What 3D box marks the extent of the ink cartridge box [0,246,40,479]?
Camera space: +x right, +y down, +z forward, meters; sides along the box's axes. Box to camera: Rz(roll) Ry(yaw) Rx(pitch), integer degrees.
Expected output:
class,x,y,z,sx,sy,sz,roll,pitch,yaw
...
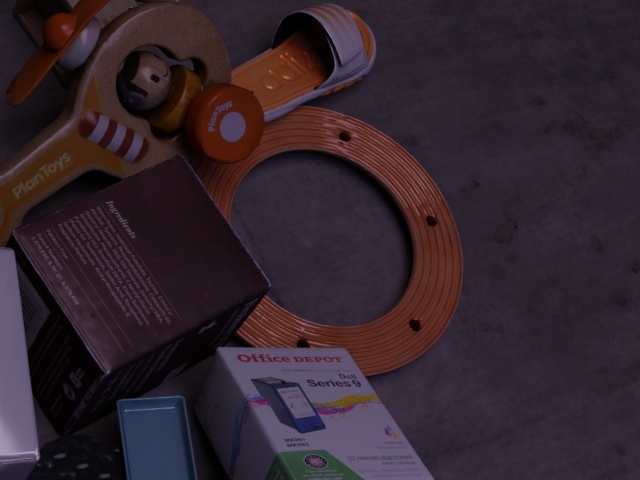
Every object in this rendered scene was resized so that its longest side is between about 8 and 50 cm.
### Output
class,x,y,z,sx,sy,sz,roll,pitch,yaw
ink cartridge box,-0.374,0.150,1.400,0.197,0.270,0.198,0,63,-24

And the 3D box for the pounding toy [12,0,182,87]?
class,x,y,z,sx,sy,sz,roll,pitch,yaw
pounding toy,-0.242,-0.252,1.763,0.100,0.141,0.130,-28,77,-34

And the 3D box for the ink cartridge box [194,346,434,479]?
class,x,y,z,sx,sy,sz,roll,pitch,yaw
ink cartridge box,-0.011,0.199,1.586,0.154,0.093,0.212,4,31,-29

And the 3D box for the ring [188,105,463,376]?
class,x,y,z,sx,sy,sz,roll,pitch,yaw
ring,0.000,0.000,1.799,0.337,0.032,0.336,11,60,-19

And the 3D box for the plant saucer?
class,x,y,z,sx,sy,sz,roll,pitch,yaw
plant saucer,-0.148,0.231,1.528,0.067,0.018,0.192,-2,53,-15

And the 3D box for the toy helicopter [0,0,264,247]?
class,x,y,z,sx,sy,sz,roll,pitch,yaw
toy helicopter,-0.246,-0.122,1.664,0.355,0.140,0.235,-39,123,-18

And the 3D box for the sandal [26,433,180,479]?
class,x,y,z,sx,sy,sz,roll,pitch,yaw
sandal,-0.091,0.340,1.537,0.446,0.107,0.167,33,52,12

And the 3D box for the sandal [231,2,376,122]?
class,x,y,z,sx,sy,sz,roll,pitch,yaw
sandal,-0.015,-0.213,1.862,0.102,0.076,0.265,39,45,13

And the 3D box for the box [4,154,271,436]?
class,x,y,z,sx,sy,sz,roll,pitch,yaw
box,-0.194,0.054,1.596,0.203,0.168,0.167,-28,76,-33
